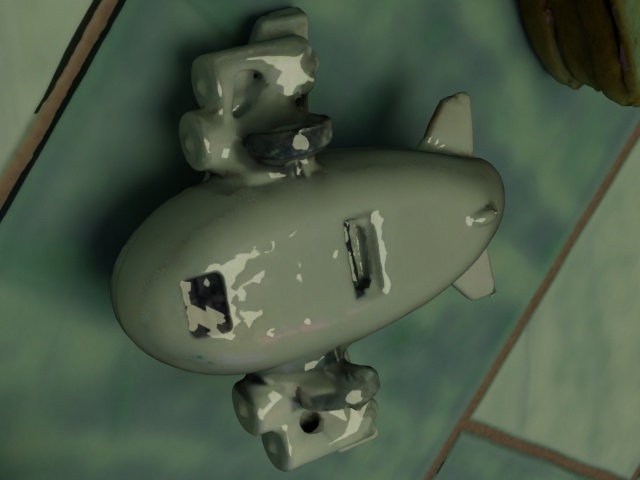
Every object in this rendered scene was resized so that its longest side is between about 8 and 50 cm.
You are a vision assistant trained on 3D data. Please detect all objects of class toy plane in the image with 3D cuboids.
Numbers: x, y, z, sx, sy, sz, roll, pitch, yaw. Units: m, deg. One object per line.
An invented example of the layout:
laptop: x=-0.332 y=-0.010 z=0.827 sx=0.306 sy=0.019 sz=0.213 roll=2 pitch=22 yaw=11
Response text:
toy plane: x=0.000 y=0.000 z=0.624 sx=0.245 sy=0.117 sz=0.244 roll=-6 pitch=101 yaw=-32

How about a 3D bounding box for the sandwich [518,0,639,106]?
sandwich: x=0.219 y=-0.235 z=0.684 sx=0.273 sy=0.095 sz=0.249 roll=-44 pitch=134 yaw=-11
